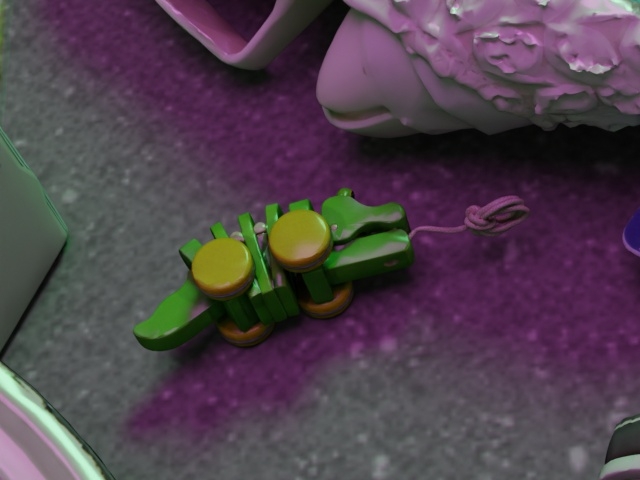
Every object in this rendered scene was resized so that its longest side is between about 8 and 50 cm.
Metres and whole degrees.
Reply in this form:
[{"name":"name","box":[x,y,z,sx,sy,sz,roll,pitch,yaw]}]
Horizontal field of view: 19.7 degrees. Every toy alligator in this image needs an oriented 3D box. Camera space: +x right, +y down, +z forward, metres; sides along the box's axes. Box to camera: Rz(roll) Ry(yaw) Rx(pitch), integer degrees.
[{"name":"toy alligator","box":[0.000,0.000,0.854,0.190,0.056,0.051,-20,57,2]}]

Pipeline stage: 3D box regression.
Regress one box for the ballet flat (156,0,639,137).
[{"name":"ballet flat","box":[0.014,-0.129,0.906,0.409,0.147,0.147,35,73,32]}]

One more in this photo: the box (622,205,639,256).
[{"name":"box","box":[0.250,-0.047,0.831,0.136,0.036,0.225,30,69,28]}]

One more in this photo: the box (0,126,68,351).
[{"name":"box","box":[-0.272,-0.031,0.912,0.275,0.113,0.094,17,66,24]}]

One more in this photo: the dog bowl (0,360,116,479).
[{"name":"dog bowl","box":[-0.253,0.209,0.673,0.408,0.150,0.408,5,52,-7]}]

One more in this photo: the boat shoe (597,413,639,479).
[{"name":"boat shoe","box":[0.225,0.085,0.737,0.228,0.081,0.068,2,57,7]}]
